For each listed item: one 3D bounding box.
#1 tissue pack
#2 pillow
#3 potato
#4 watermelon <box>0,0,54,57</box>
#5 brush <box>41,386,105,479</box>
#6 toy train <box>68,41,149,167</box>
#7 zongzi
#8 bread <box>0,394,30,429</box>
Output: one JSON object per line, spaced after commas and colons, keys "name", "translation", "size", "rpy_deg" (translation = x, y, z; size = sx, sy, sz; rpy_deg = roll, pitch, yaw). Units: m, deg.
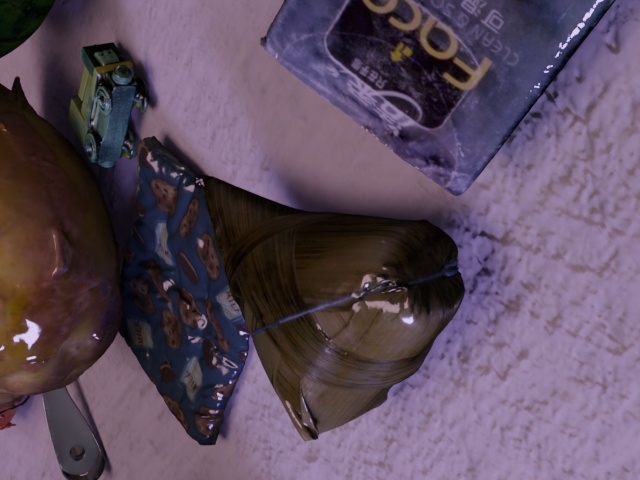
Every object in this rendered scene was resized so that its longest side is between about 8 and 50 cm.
{"name": "tissue pack", "translation": [0.079, -0.156, 0.927], "size": [0.173, 0.073, 0.235], "rpy_deg": [39, 139, 3]}
{"name": "pillow", "translation": [-0.126, 0.051, 1.403], "size": [0.189, 0.034, 0.256], "rpy_deg": [46, 137, 31]}
{"name": "potato", "translation": [-0.299, 0.000, 1.440], "size": [0.237, 0.301, 0.289], "rpy_deg": [16, 143, 33]}
{"name": "watermelon", "translation": [-0.349, -0.274, 1.389], "size": [0.242, 0.242, 0.242], "rpy_deg": [29, 127, 46]}
{"name": "brush", "translation": [-0.311, 0.130, 1.686], "size": [0.060, 0.068, 0.297], "rpy_deg": [150, 99, -76]}
{"name": "toy train", "translation": [-0.196, -0.125, 1.409], "size": [0.081, 0.050, 0.122], "rpy_deg": [59, 146, 32]}
{"name": "zongzi", "translation": [0.000, 0.000, 1.124], "size": [0.242, 0.112, 0.221], "rpy_deg": [62, 147, 17]}
{"name": "bread", "translation": [-0.438, 0.134, 1.790], "size": [0.224, 0.142, 0.212], "rpy_deg": [52, 138, 27]}
